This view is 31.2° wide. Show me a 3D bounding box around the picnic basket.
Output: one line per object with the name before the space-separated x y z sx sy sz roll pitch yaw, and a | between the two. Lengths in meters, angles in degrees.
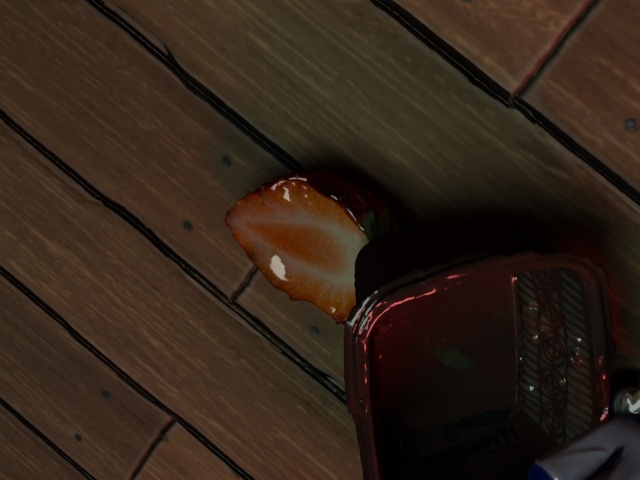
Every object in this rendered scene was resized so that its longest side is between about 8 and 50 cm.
picnic basket | 0.124 0.109 0.965 0.223 0.129 0.296 -12 122 -5

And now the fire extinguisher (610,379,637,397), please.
fire extinguisher | 0.306 0.150 0.980 0.158 0.043 0.064 12 163 24

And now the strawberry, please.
strawberry | 0.000 0.000 1.043 0.187 0.082 0.146 16 118 26

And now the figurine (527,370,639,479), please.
figurine | 0.287 0.136 0.871 0.274 0.194 0.133 -10 119 0
